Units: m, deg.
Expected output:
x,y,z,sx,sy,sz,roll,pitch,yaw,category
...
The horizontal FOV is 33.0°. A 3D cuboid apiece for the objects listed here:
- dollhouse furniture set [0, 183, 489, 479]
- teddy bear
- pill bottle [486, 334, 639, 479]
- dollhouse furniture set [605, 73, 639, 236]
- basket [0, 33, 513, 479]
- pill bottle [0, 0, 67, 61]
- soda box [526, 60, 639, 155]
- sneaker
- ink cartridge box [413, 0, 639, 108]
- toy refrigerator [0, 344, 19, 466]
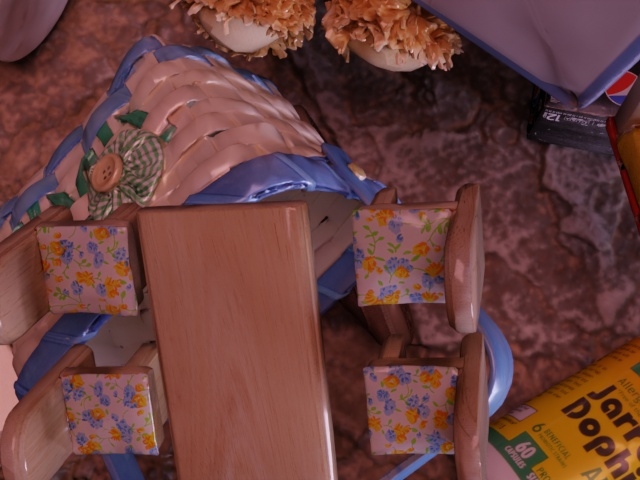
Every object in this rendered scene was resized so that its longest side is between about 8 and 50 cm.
x,y,z,sx,sy,sz,roll,pitch,yaw,category
-0.035,0.107,0.472,0.212,0.161,0.242,-2,108,12,dollhouse furniture set
0.005,-0.227,0.701,0.245,0.113,0.338,16,46,9,teddy bear
0.202,0.130,0.690,0.208,0.117,0.118,-28,78,-9,pill bottle
0.248,-0.166,0.724,0.201,0.152,0.374,-8,72,-13,dollhouse furniture set
-0.058,0.048,0.635,0.255,0.201,0.289,-46,67,19,basket
-0.292,-0.221,0.761,0.221,0.121,0.121,30,77,6,pill bottle
0.238,-0.091,0.776,0.169,0.060,0.053,12,71,1,soda box
0.000,0.000,0.754,0.071,0.066,0.188,-29,73,9,sneaker
0.217,-0.293,0.535,0.151,0.270,0.395,35,69,0,ink cartridge box
-0.278,0.026,0.709,0.094,0.102,0.269,-34,80,-10,toy refrigerator
